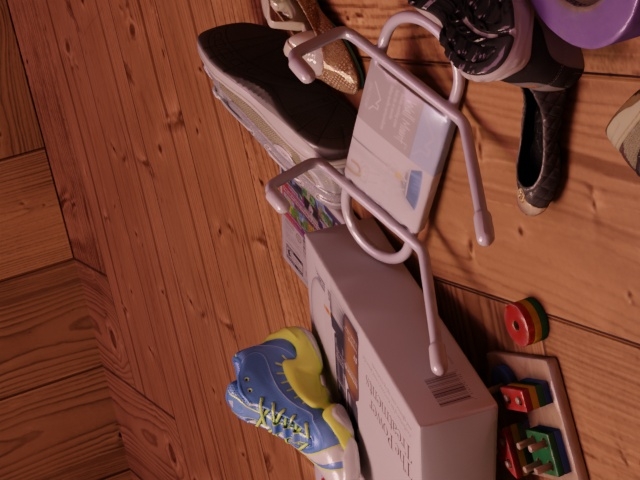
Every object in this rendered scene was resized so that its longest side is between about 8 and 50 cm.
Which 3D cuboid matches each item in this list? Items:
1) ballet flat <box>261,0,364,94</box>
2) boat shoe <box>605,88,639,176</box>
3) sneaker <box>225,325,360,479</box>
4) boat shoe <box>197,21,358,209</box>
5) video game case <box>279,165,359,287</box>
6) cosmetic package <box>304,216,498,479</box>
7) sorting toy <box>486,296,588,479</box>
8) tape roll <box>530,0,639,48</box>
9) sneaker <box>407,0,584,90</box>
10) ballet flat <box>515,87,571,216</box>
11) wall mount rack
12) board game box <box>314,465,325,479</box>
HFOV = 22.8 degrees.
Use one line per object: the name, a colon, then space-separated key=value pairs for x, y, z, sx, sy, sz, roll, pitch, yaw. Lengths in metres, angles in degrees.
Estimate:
ballet flat: x=-0.022 y=-0.243 z=1.833 sx=0.206 sy=0.067 sz=0.073 roll=61 pitch=155 yaw=27
boat shoe: x=0.281 y=-0.101 z=1.181 sx=0.073 sy=0.080 sz=0.223 roll=61 pitch=163 yaw=12
sneaker: x=-0.039 y=0.210 z=1.855 sx=0.091 sy=0.126 sz=0.240 roll=90 pitch=163 yaw=-45
boat shoe: x=-0.053 y=-0.161 z=1.918 sx=0.320 sy=0.118 sz=0.103 roll=44 pitch=142 yaw=39
video game case: x=0.000 y=0.000 z=2.040 sx=0.201 sy=0.023 sz=0.183 roll=51 pitch=151 yaw=46
cosmetic package: x=0.087 y=0.193 z=1.810 sx=0.377 sy=0.097 sz=0.284 roll=-121 pitch=21 yaw=-53
sorting toy: x=0.210 y=0.194 z=1.633 sx=0.132 sy=0.046 sz=0.275 roll=0 pitch=107 yaw=69
tape roll: x=0.220 y=-0.246 z=1.205 sx=0.189 sy=0.080 sz=0.189 roll=52 pitch=153 yaw=42
sneaker: x=0.149 y=-0.212 z=1.386 sx=0.100 sy=0.108 sz=0.271 roll=-55 pitch=32 yaw=28
ballet flat: x=0.192 y=-0.092 z=1.441 sx=0.057 sy=0.049 sz=0.173 roll=53 pitch=152 yaw=43
wall mount rack: x=0.080 y=-0.048 z=1.640 sx=0.304 sy=0.130 sz=0.350 roll=42 pitch=144 yaw=24
board game box: x=0.084 y=0.411 z=2.082 sx=0.233 sy=0.078 sz=0.347 roll=42 pitch=144 yaw=53
